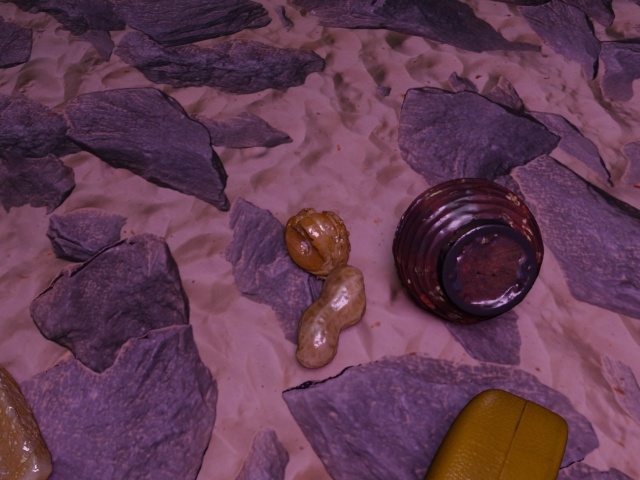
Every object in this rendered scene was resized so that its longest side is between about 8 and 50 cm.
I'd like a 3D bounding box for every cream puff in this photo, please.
[{"bbox_3d":[0.000,0.000,0.972,0.133,0.119,0.104,45,48,2],"label":"cream puff"}]

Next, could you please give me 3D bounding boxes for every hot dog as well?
[{"bbox_3d":[-0.489,0.295,0.842,0.084,0.073,0.242,-38,62,-14],"label":"hot dog"}]

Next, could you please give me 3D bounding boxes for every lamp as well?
[{"bbox_3d":[0.234,0.016,0.871,0.247,0.247,0.247,-3,55,4],"label":"lamp"}]

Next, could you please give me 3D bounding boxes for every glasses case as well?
[{"bbox_3d":[0.184,0.353,0.664,0.141,0.173,0.371,21,60,24],"label":"glasses case"}]

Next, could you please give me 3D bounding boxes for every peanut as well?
[{"bbox_3d":[0.020,0.126,0.900,0.089,0.089,0.193,25,66,21],"label":"peanut"}]
